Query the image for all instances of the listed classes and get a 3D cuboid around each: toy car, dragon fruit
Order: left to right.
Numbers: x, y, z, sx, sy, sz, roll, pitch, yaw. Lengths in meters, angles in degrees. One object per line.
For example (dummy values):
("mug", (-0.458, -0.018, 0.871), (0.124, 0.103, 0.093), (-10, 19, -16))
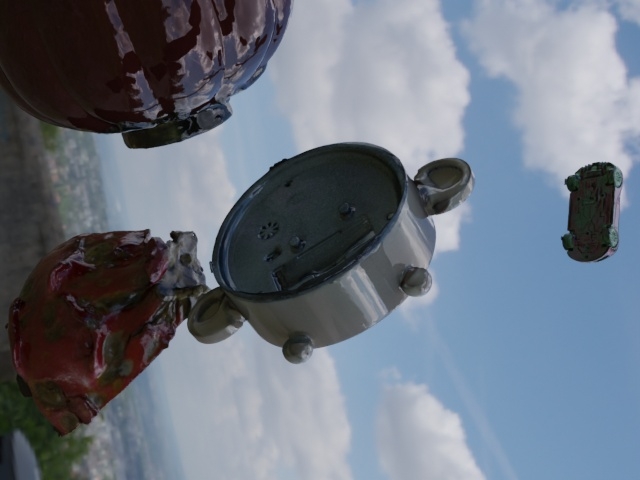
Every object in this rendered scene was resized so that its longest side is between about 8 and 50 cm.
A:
("dragon fruit", (-0.212, 0.047, 0.991), (0.134, 0.211, 0.262), (51, 32, -26))
("toy car", (0.355, -0.034, 1.198), (0.069, 0.055, 0.142), (-8, -116, 43))

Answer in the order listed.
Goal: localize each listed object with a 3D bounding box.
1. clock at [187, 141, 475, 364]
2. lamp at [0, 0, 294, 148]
("clock", (0.000, 0.000, 0.644), (0.063, 0.229, 0.156), (55, 9, -34))
("lamp", (-0.174, -0.223, 0.882), (0.303, 0.303, 0.257), (-139, -150, -70))
